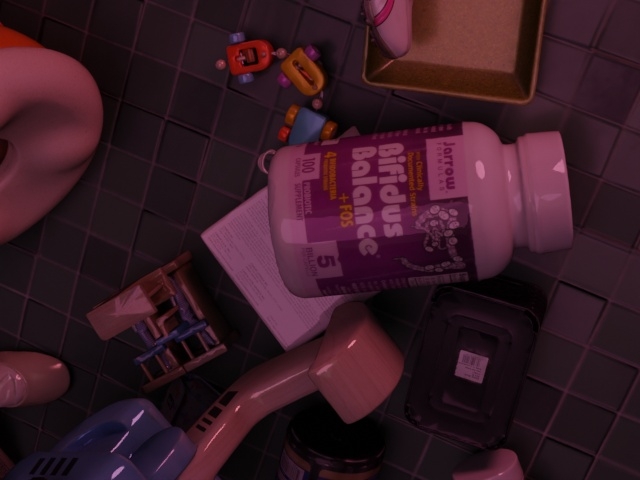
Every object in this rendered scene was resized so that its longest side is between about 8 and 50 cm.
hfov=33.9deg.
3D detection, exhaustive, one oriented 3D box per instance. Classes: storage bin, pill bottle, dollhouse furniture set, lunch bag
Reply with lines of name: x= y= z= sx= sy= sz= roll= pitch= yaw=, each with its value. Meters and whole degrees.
storage bin: x=0.176 y=0.132 z=1.193 sx=0.122 sy=0.084 sz=0.180 roll=17 pitch=112 yaw=13
pill bottle: x=0.223 y=0.348 z=1.232 sx=0.108 sy=0.108 sz=0.193 roll=-16 pitch=101 yaw=22
pill bottle: x=0.107 y=-0.035 z=1.108 sx=0.302 sy=0.169 sz=0.169 roll=-7 pitch=104 yaw=10
dollhouse furniture set: x=-0.203 y=0.114 z=1.248 sx=0.129 sy=0.183 sz=0.129 roll=-30 pitch=95 yaw=15
lunch bag: x=-0.168 y=0.218 z=1.353 sx=0.083 sy=0.053 sz=0.071 roll=38 pitch=115 yaw=20
pill bottle: x=-0.003 y=0.327 z=1.292 sx=0.123 sy=0.123 sz=0.219 roll=19 pitch=112 yaw=12

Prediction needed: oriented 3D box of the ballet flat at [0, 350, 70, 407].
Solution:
ballet flat: x=-0.464 y=0.196 z=1.428 sx=0.249 sy=0.086 sz=0.086 roll=-1 pitch=106 yaw=19

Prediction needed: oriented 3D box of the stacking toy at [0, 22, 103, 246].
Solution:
stacking toy: x=-0.514 y=-0.228 z=1.239 sx=0.350 sy=0.351 sz=0.480 roll=-47 pitch=70 yaw=25

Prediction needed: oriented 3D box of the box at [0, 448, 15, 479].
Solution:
box: x=-0.533 y=0.298 z=1.393 sx=0.127 sy=0.148 sz=0.232 roll=2 pitch=135 yaw=25

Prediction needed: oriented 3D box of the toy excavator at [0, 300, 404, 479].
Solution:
toy excavator: x=-0.164 y=0.252 z=1.185 sx=0.433 sy=0.445 sz=0.222 roll=-15 pitch=119 yaw=49

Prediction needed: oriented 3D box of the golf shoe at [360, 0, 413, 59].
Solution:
golf shoe: x=0.080 y=-0.277 z=1.056 sx=0.086 sy=0.067 sz=0.186 roll=-3 pitch=105 yaw=18

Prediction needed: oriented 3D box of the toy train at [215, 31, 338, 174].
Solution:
toy train: x=-0.043 y=-0.164 z=1.197 sx=0.125 sy=0.046 sz=0.166 roll=-12 pitch=99 yaw=23

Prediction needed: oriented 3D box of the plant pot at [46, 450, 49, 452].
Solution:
plant pot: x=-0.363 y=0.421 z=1.383 sx=0.216 sy=0.230 sz=0.215 roll=5 pitch=108 yaw=16

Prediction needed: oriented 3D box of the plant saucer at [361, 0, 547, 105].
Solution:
plant saucer: x=0.145 y=-0.248 z=1.106 sx=0.189 sy=0.045 sz=0.188 roll=10 pitch=109 yaw=16

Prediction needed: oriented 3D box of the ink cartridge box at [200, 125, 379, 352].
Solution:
ink cartridge box: x=0.000 y=0.000 z=1.241 sx=0.225 sy=0.056 sz=0.181 roll=-36 pitch=93 yaw=6
